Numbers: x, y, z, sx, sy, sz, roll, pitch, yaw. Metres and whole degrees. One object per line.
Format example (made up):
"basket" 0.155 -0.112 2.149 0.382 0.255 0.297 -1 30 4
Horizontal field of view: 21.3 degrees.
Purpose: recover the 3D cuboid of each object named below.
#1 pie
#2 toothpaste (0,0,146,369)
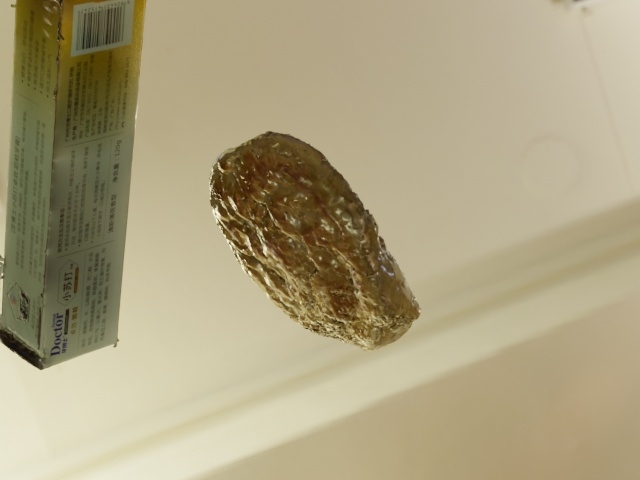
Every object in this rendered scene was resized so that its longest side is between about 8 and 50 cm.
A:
"pie" 0.000 0.000 1.276 0.079 0.193 0.163 -41 -163 -22
"toothpaste" -0.190 -0.052 1.298 0.071 0.312 0.089 29 -147 36
